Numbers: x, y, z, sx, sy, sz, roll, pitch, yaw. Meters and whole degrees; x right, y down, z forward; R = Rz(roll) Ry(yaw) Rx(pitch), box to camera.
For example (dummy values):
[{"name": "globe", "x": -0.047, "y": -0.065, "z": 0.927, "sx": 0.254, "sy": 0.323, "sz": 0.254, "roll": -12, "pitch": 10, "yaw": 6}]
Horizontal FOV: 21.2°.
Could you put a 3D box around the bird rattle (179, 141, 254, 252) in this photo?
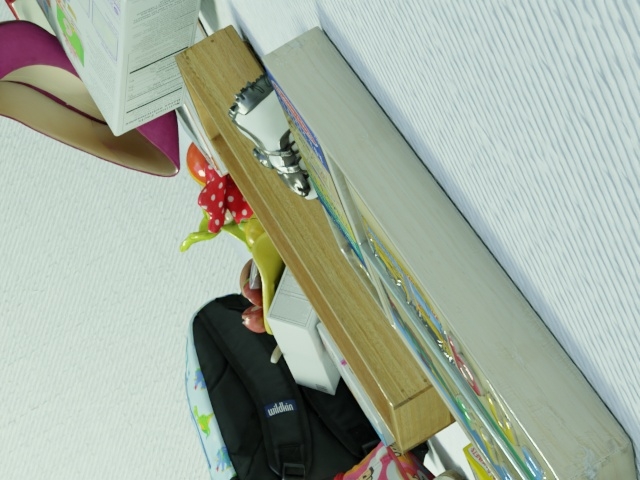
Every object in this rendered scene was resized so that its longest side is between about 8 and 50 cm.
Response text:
[{"name": "bird rattle", "x": -0.149, "y": -0.085, "z": 2.371, "sx": 0.253, "sy": 0.143, "sz": 0.207, "roll": 84, "pitch": 172, "yaw": -70}]

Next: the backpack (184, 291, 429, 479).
[{"name": "backpack", "x": -0.057, "y": 0.222, "z": 2.331, "sx": 0.273, "sy": 0.290, "sz": 0.355, "roll": 103, "pitch": 145, "yaw": -58}]

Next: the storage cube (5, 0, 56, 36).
[{"name": "storage cube", "x": -0.355, "y": -0.376, "z": 2.331, "sx": 0.193, "sy": 0.183, "sz": 0.215, "roll": 56, "pitch": 173, "yaw": 29}]

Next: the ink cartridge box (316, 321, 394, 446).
[{"name": "ink cartridge box", "x": 0.052, "y": 0.144, "z": 2.039, "sx": 0.181, "sy": 0.061, "sz": 0.104, "roll": 58, "pitch": 174, "yaw": 24}]

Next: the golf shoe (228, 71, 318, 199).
[{"name": "golf shoe", "x": -0.016, "y": -0.088, "z": 1.420, "sx": 0.094, "sy": 0.077, "sz": 0.198, "roll": 47, "pitch": 178, "yaw": 16}]

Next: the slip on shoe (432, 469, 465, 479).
[{"name": "slip on shoe", "x": 0.179, "y": 0.329, "z": 2.007, "sx": 0.135, "sy": 0.051, "sz": 0.041, "roll": 51, "pitch": -146, "yaw": 6}]

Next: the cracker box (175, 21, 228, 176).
[{"name": "cracker box", "x": -0.163, "y": -0.209, "z": 2.077, "sx": 0.156, "sy": 0.067, "sz": 0.232, "roll": 50, "pitch": 167, "yaw": 55}]

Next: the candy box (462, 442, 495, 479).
[{"name": "candy box", "x": 0.195, "y": 0.285, "z": 1.677, "sx": 0.105, "sy": 0.027, "sz": 0.206, "roll": 51, "pitch": 170, "yaw": 41}]

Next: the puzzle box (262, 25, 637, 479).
[{"name": "puzzle box", "x": 0.099, "y": 0.064, "z": 1.225, "sx": 0.409, "sy": 0.052, "sz": 0.272, "roll": 56, "pitch": 173, "yaw": 35}]

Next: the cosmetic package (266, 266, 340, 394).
[{"name": "cosmetic package", "x": -0.008, "y": 0.103, "z": 2.124, "sx": 0.060, "sy": 0.099, "sz": 0.239, "roll": 17, "pitch": 159, "yaw": 15}]

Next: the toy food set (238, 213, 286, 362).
[{"name": "toy food set", "x": -0.072, "y": 0.043, "z": 2.099, "sx": 0.218, "sy": 0.071, "sz": 0.128, "roll": 89, "pitch": -161, "yaw": -44}]

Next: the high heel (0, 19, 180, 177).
[{"name": "high heel", "x": -0.307, "y": -0.149, "z": 1.963, "sx": 0.377, "sy": 0.127, "sz": 0.181, "roll": -11, "pitch": -110, "yaw": -48}]

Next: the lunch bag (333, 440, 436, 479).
[{"name": "lunch bag", "x": 0.147, "y": 0.403, "z": 2.093, "sx": 0.258, "sy": 0.120, "sz": 0.293, "roll": 44, "pitch": -167, "yaw": -35}]

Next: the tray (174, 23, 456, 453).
[{"name": "tray", "x": 0.000, "y": 0.000, "z": 1.688, "sx": 0.411, "sy": 0.076, "sz": 0.203, "roll": 59, "pitch": 175, "yaw": 19}]

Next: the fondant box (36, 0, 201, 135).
[{"name": "fondant box", "x": -0.228, "y": -0.286, "z": 1.797, "sx": 0.238, "sy": 0.096, "sz": 0.330, "roll": 58, "pitch": 162, "yaw": 13}]
